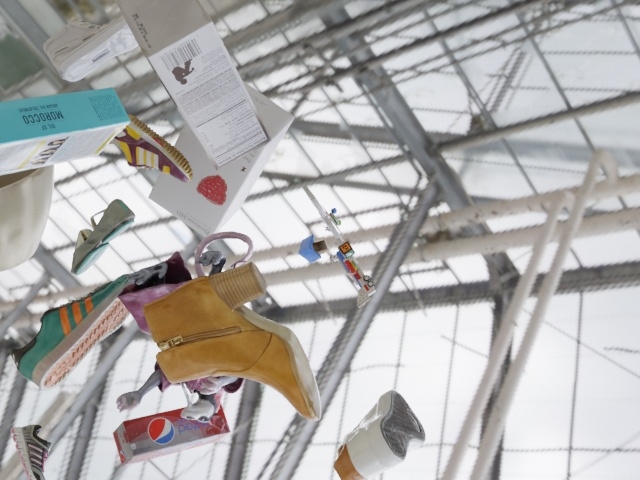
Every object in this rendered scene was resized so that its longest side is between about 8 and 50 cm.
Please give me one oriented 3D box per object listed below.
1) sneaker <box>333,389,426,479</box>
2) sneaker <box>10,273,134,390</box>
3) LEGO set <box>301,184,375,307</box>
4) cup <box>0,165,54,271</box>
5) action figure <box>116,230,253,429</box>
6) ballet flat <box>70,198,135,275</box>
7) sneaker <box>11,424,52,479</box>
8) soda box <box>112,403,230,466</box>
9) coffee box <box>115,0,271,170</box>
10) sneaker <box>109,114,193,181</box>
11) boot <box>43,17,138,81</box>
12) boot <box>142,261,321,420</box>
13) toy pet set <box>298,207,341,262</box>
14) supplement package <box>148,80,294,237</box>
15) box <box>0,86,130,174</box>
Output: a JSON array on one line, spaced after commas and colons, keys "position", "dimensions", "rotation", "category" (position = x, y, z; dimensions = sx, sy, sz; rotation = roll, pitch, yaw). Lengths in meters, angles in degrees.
[{"position": [0.088, 0.323, 1.422], "dimensions": [0.123, 0.106, 0.290], "rotation": [-36, 169, 14], "category": "sneaker"}, {"position": [-0.499, 0.161, 1.777], "dimensions": [0.121, 0.108, 0.302], "rotation": [33, -121, 18], "category": "sneaker"}, {"position": [0.029, 0.012, 1.674], "dimensions": [0.060, 0.182, 0.244], "rotation": [-34, -151, -1], "category": "LEGO set"}, {"position": [-0.730, -0.071, 1.900], "dimensions": [0.331, 0.237, 0.331], "rotation": [-2, -147, 1], "category": "cup"}, {"position": [-0.249, 0.199, 1.695], "dimensions": [0.248, 0.370, 0.276], "rotation": [0, -152, 25], "category": "action figure"}, {"position": [-0.454, -0.011, 1.772], "dimensions": [0.213, 0.068, 0.072], "rotation": [-40, 176, 30], "category": "ballet flat"}, {"position": [-0.644, 0.494, 1.988], "dimensions": [0.074, 0.170, 0.063], "rotation": [-19, 160, -26], "category": "sneaker"}, {"position": [-0.356, 0.460, 2.095], "dimensions": [0.083, 0.263, 0.092], "rotation": [-46, -121, 46], "category": "soda box"}, {"position": [-0.204, -0.279, 1.448], "dimensions": [0.119, 0.297, 0.168], "rotation": [-30, -124, -2], "category": "coffee box"}, {"position": [-0.349, -0.171, 1.788], "dimensions": [0.084, 0.185, 0.069], "rotation": [-46, -170, 14], "category": "sneaker"}, {"position": [-0.534, -0.493, 2.073], "dimensions": [0.258, 0.095, 0.123], "rotation": [-35, -110, -14], "category": "boot"}, {"position": [-0.144, 0.194, 1.407], "dimensions": [0.211, 0.295, 0.104], "rotation": [-26, -172, 8], "category": "boot"}, {"position": [0.000, 0.000, 2.081], "dimensions": [0.065, 0.122, 0.114], "rotation": [-15, 172, -42], "category": "toy pet set"}, {"position": [-0.220, -0.182, 1.914], "dimensions": [0.293, 0.177, 0.175], "rotation": [-56, 180, 35], "category": "supplement package"}, {"position": [-0.381, -0.141, 1.154], "dimensions": [0.100, 0.060, 0.244], "rotation": [-34, 172, 40], "category": "box"}]
